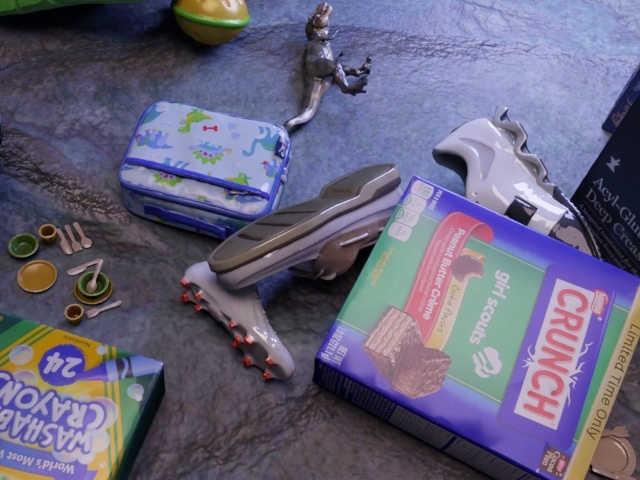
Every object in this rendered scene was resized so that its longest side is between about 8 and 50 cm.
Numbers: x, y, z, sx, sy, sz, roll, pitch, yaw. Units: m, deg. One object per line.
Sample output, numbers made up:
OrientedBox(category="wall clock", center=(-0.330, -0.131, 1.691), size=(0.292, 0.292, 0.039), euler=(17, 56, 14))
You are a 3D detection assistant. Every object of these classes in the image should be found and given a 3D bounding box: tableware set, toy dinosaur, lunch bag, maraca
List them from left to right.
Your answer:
OrientedBox(category="tableware set", center=(-0.326, 0.039, 0.965), size=(0.104, 0.024, 0.154), euler=(-23, 62, -23))
OrientedBox(category="lunch bag", center=(-0.155, -0.094, 1.051), size=(0.219, 0.090, 0.176), euler=(16, 57, 3))
OrientedBox(category="maraca", center=(-0.179, -0.377, 1.245), size=(0.127, 0.099, 0.185), euler=(9, 29, -15))
OrientedBox(category="toy dinosaur", center=(0.019, -0.268, 1.223), size=(0.118, 0.064, 0.268), euler=(7, 56, 3))
OrientedBox(category="tableware set", center=(0.385, 0.300, 0.903), size=(0.141, 0.020, 0.168), euler=(10, 54, -2))

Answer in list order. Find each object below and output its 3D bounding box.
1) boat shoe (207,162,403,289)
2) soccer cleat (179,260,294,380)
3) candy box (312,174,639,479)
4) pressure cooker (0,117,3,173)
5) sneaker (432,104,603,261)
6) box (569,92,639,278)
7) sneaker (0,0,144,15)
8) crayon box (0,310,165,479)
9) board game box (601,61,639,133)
OrientedBox(category="boat shoe", center=(0.000, 0.000, 0.978), size=(0.302, 0.103, 0.113), euler=(-28, 21, -31))
OrientedBox(category="soccer cleat", center=(-0.092, 0.090, 0.945), size=(0.076, 0.068, 0.196), euler=(-34, 64, -32))
OrientedBox(category="candy box", center=(0.190, 0.114, 0.909), size=(0.317, 0.122, 0.268), euler=(26, 69, 9))
OrientedBox(category="pressure cooker", center=(-0.577, -0.141, 0.840), size=(0.375, 0.370, 0.420), euler=(38, 61, 12))
OrientedBox(category="sneaker", center=(0.269, -0.027, 1.072), size=(0.146, 0.122, 0.330), euler=(-25, 62, -4))
OrientedBox(category="box", center=(0.528, -0.058, 0.950), size=(0.212, 0.395, 0.293), euler=(-18, 60, -21))
OrientedBox(category="sneaker", center=(-0.420, -0.452, 1.234), size=(0.483, 0.185, 0.202), euler=(7, 17, 4))
OrientedBox(category="crayon box", center=(-0.314, 0.247, 0.784), size=(0.203, 0.083, 0.323), euler=(17, 54, 3))
OrientedBox(category="board game box", center=(0.544, -0.298, 1.216), size=(0.042, 0.243, 0.165), euler=(32, 57, 12))
